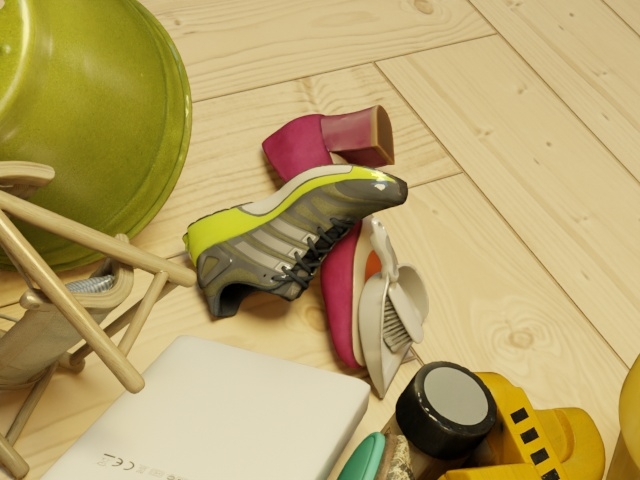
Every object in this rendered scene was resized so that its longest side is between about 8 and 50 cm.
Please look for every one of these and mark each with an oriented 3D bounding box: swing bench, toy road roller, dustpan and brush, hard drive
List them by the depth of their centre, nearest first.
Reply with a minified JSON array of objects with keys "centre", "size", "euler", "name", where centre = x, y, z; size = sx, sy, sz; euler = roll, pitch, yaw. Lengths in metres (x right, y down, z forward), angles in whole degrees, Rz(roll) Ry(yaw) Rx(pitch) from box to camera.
[{"centre":[-0.308,0.066,1.149],"size":[0.255,0.253,0.165],"euler":[39,43,-17],"name":"swing bench"},{"centre":[-0.114,0.215,1.162],"size":[0.233,0.047,0.353],"euler":[13,27,16],"name":"hard drive"},{"centre":[0.191,0.284,1.190],"size":[0.241,0.202,0.329],"euler":[2,46,-29],"name":"toy road roller"},{"centre":[0.081,0.061,1.353],"size":[0.060,0.211,0.147],"euler":[-6,34,35],"name":"dustpan and brush"}]

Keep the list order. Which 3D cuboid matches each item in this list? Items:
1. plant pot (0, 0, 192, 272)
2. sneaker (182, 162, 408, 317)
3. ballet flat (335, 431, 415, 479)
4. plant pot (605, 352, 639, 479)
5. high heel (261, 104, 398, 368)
[{"centre":[-0.352,-0.163,1.229],"size":[0.367,0.353,0.366],"euler":[-1,83,7],"name":"plant pot"},{"centre":[-0.024,0.003,1.370],"size":[0.111,0.300,0.121],"euler":[17,55,-54],"name":"sneaker"},{"centre":[-0.010,0.403,1.042],"size":[0.182,0.164,0.483],"euler":[39,61,-1],"name":"ballet flat"},{"centre":[0.424,0.236,1.263],"size":[0.254,0.239,0.254],"euler":[8,48,-8],"name":"plant pot"},{"centre":[0.000,0.000,1.491],"size":[0.181,0.127,0.377],"euler":[-13,51,24],"name":"high heel"}]
